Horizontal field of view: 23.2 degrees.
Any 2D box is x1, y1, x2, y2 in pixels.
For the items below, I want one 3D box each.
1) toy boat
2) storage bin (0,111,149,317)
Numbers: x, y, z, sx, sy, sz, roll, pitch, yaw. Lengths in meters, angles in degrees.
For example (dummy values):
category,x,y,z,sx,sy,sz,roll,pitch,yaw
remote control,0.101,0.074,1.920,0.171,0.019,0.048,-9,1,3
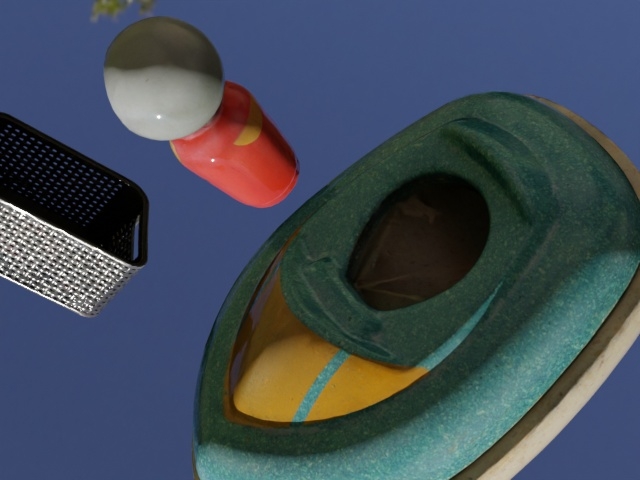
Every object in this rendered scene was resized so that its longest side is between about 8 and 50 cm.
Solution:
category,x,y,z,sx,sy,sz,roll,pitch,yaw
toy boat,0.000,0.000,0.794,0.267,0.148,0.318,-46,-131,1
storage bin,-0.258,-0.023,1.463,0.180,0.084,0.122,30,-147,-28
